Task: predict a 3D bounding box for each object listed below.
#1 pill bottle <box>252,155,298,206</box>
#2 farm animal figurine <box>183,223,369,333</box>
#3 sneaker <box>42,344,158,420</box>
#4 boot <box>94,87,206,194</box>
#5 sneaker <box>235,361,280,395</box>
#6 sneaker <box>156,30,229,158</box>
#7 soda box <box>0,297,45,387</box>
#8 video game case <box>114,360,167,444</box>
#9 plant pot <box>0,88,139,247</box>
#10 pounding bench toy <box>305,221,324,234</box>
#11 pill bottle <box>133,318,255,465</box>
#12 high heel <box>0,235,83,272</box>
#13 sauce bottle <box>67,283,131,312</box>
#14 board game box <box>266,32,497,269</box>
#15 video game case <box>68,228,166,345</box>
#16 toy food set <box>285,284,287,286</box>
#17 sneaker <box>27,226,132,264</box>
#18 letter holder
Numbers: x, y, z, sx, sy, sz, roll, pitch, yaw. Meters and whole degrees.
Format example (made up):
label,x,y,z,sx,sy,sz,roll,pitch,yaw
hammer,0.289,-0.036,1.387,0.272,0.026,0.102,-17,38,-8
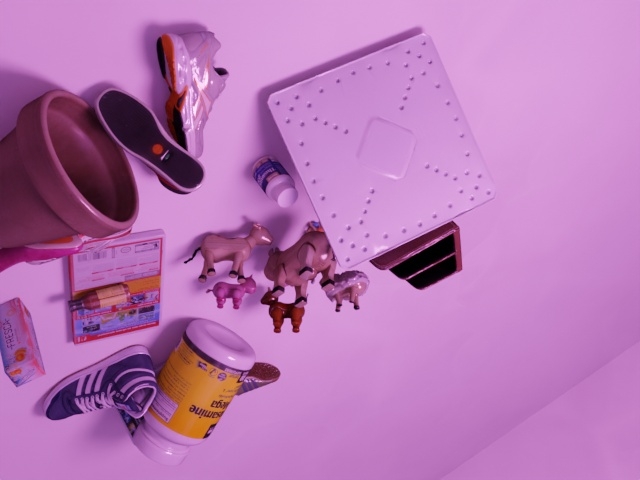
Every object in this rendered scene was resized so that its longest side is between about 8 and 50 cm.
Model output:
label,x,y,z,sx,sy,sz,roll,pitch,yaw
pill bottle,-0.096,-0.125,1.556,0.067,0.120,0.067,-19,136,-20
farm animal figurine,-0.093,0.058,1.682,0.327,0.172,0.330,-20,138,26
sneaker,-0.515,0.374,1.702,0.282,0.153,0.099,-31,138,-7
boot,-0.330,-0.179,1.374,0.244,0.176,0.088,45,78,-13
sneaker,-0.211,0.391,2.003,0.192,0.064,0.086,3,133,-36
sneaker,-0.225,-0.269,1.357,0.121,0.099,0.262,-21,138,-24
soda box,-0.610,0.204,1.456,0.063,0.183,0.058,-24,137,-12
video game case,-0.437,0.421,1.864,0.173,0.022,0.190,-25,122,-14
plant pot,-0.483,-0.097,1.252,0.229,0.263,0.263,-24,141,13
pounding bench toy,0.000,0.000,1.766,0.052,0.083,0.065,4,125,-37
pill bottle,-0.317,0.377,1.775,0.188,0.188,0.333,24,100,-45
high heel,-0.566,0.037,1.361,0.244,0.082,0.117,-1,124,-4
sauce bottle,-0.475,0.125,1.548,0.128,0.042,0.042,-11,133,-24
board game box,0.133,-0.190,1.526,0.390,0.050,0.389,-25,94,-13
video game case,-0.449,0.107,1.599,0.204,0.025,0.285,-11,132,-27
toy food set,-0.085,0.085,1.834,0.078,0.019,0.122,-45,138,9
sneaker,-0.478,-0.001,1.434,0.225,0.088,0.092,-21,148,-9
letter holder,0.155,-0.023,1.685,0.215,0.301,0.152,-28,138,-10
